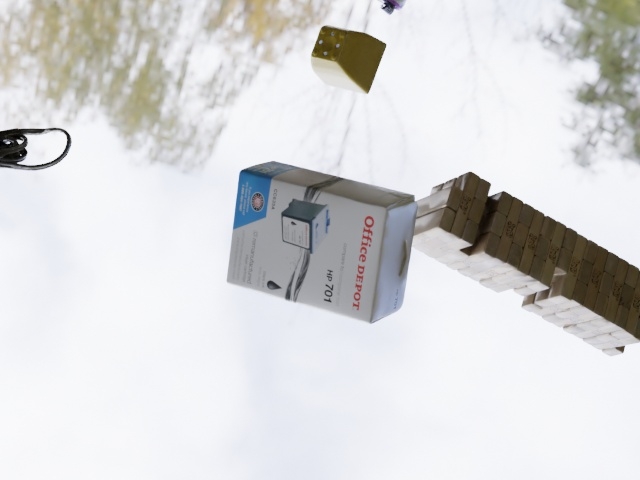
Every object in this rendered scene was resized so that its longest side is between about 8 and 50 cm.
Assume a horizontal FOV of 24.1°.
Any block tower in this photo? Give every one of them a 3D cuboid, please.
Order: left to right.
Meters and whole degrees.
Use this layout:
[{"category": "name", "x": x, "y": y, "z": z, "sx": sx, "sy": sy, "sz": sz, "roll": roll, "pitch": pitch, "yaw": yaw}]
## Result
[{"category": "block tower", "x": 0.271, "y": 0.030, "z": 1.869, "sx": 0.335, "sy": 0.097, "sz": 0.091, "roll": 28, "pitch": -113, "yaw": -21}]

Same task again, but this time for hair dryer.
[{"category": "hair dryer", "x": -0.404, "y": -0.050, "z": 1.451, "sx": 0.293, "sy": 0.080, "sz": 0.223, "roll": -2, "pitch": -167, "yaw": 13}]

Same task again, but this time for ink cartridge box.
[{"category": "ink cartridge box", "x": 0.000, "y": 0.000, "z": 1.688, "sx": 0.190, "sy": 0.140, "sz": 0.082, "roll": 15, "pitch": -164, "yaw": 27}]

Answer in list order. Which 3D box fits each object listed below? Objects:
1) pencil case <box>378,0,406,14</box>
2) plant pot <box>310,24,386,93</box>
[{"category": "pencil case", "x": 0.112, "y": -0.373, "z": 1.782, "sx": 0.088, "sy": 0.206, "sz": 0.086, "roll": 28, "pitch": -169, "yaw": -40}, {"category": "plant pot", "x": 0.032, "y": -0.267, "z": 2.153, "sx": 0.081, "sy": 0.081, "sz": 0.083, "roll": 17, "pitch": 175, "yaw": 32}]
